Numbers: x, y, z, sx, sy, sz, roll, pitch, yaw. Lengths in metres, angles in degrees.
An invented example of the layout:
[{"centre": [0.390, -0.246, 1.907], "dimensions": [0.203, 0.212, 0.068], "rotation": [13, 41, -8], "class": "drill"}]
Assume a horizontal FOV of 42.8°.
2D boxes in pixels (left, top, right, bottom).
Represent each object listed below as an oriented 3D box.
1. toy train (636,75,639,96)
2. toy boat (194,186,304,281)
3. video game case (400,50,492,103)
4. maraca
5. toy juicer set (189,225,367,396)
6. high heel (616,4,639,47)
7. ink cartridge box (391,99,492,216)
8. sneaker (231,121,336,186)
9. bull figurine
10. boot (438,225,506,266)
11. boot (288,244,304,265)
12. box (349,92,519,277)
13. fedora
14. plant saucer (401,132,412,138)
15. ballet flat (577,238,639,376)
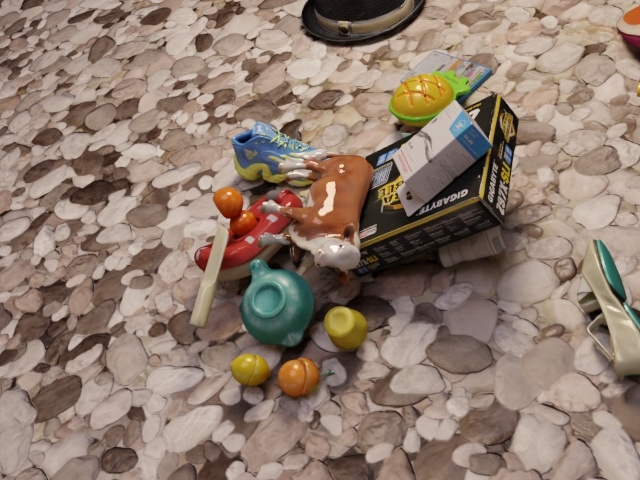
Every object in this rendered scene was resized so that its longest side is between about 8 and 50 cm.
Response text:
[{"centre": [0.658, -0.256, 1.497], "dimensions": [0.125, 0.046, 0.166], "rotation": [-30, 67, 10], "class": "toy train"}, {"centre": [-0.150, -0.034, 1.541], "dimensions": [0.231, 0.151, 0.151], "rotation": [-46, 23, -22], "class": "toy boat"}, {"centre": [0.274, -0.358, 1.788], "dimensions": [0.119, 0.015, 0.166], "rotation": [-43, 47, -20], "class": "video game case"}, {"centre": [0.226, -0.301, 1.696], "dimensions": [0.185, 0.099, 0.127], "rotation": [-35, 52, -21], "class": "maraca"}, {"centre": [-0.099, 0.142, 1.408], "dimensions": [0.329, 0.089, 0.209], "rotation": [31, 83, 23], "class": "toy juicer set"}, {"centre": [0.711, -0.360, 1.587], "dimensions": [0.127, 0.181, 0.377], "rotation": [-36, 24, 7], "class": "high heel"}, {"centre": [0.184, -0.135, 1.349], "dimensions": [0.180, 0.060, 0.104], "rotation": [-41, 28, 16], "class": "ink cartridge box"}, {"centre": [-0.083, -0.181, 1.689], "dimensions": [0.240, 0.126, 0.091], "rotation": [-1, 49, 22], "class": "sneaker"}, {"centre": [-0.001, -0.049, 1.432], "dimensions": [0.188, 0.101, 0.310], "rotation": [10, 42, 10], "class": "bull figurine"}, {"centre": [0.248, -0.062, 1.469], "dimensions": [0.123, 0.095, 0.258], "rotation": [-19, 38, 16], "class": "boot"}, {"centre": [0.000, 0.000, 1.553], "dimensions": [0.114, 0.037, 0.106], "rotation": [-7, 45, 11], "class": "boot"}, {"centre": [0.187, -0.094, 1.444], "dimensions": [0.322, 0.079, 0.257], "rotation": [-23, 35, 41], "class": "box"}, {"centre": [0.091, -0.636, 2.024], "dimensions": [0.333, 0.153, 0.334], "rotation": [-11, 46, 12], "class": "fedora"}, {"centre": [0.253, -0.181, 1.601], "dimensions": [0.192, 0.067, 0.018], "rotation": [13, 79, 31], "class": "plant saucer"}, {"centre": [0.438, 0.103, 1.251], "dimensions": [0.086, 0.086, 0.248], "rotation": [-17, 46, 7], "class": "ballet flat"}]
